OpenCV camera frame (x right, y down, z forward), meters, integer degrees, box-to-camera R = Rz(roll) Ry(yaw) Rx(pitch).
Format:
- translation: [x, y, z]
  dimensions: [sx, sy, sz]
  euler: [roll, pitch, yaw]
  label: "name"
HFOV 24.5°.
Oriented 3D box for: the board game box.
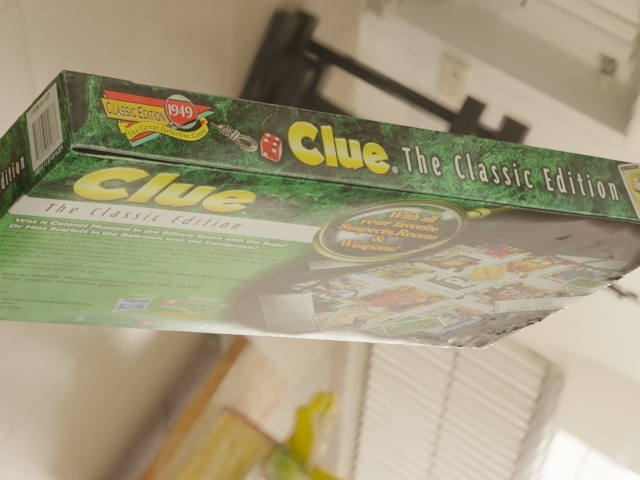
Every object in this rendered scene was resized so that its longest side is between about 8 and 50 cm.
- translation: [0.000, 0.000, 0.518]
  dimensions: [0.260, 0.030, 0.136]
  euler: [6, 156, -35]
  label: "board game box"
